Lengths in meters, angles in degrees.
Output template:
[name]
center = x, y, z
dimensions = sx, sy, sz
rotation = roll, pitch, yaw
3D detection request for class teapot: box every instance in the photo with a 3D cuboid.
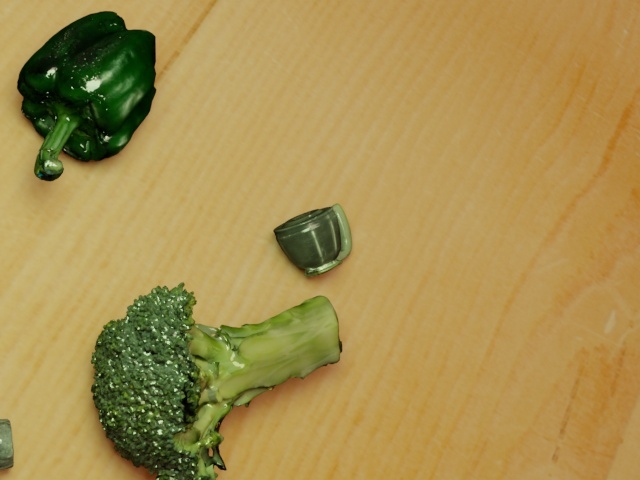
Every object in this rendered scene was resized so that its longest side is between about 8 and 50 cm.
[teapot]
center = 0.003, 0.000, 1.714
dimensions = 0.124, 0.092, 0.091
rotation = -24, 99, -22

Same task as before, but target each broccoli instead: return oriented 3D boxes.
[broccoli]
center = -0.126, 0.140, 1.556
dimensions = 0.252, 0.221, 0.361
rotation = 52, 50, -7

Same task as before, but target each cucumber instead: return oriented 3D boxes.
[cucumber]
center = -0.427, 0.247, 1.456
dimensions = 0.112, 0.064, 0.064
rotation = 3, 71, -20

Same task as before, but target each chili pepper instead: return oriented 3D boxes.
[chili pepper]
center = -0.319, -0.184, 1.587
dimensions = 0.165, 0.174, 0.261
rotation = 39, 56, -2
